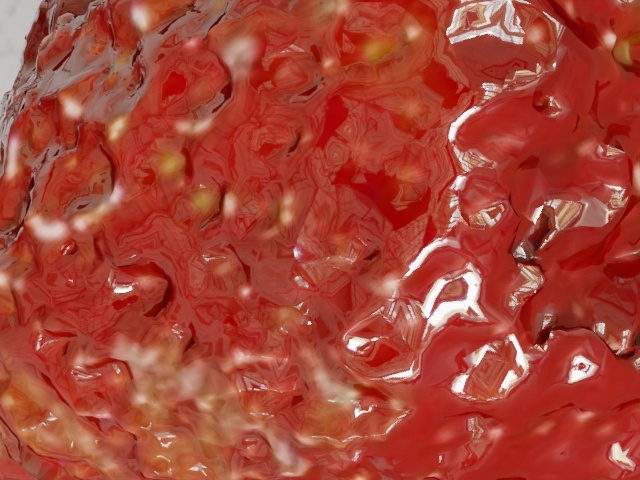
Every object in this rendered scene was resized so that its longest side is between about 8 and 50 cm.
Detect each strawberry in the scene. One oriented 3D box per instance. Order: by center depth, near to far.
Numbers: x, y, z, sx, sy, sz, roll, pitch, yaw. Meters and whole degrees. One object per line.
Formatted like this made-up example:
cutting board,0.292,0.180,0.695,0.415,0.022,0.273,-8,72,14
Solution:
strawberry,0.000,0.000,0.514,0.276,0.257,0.257,-22,44,18
